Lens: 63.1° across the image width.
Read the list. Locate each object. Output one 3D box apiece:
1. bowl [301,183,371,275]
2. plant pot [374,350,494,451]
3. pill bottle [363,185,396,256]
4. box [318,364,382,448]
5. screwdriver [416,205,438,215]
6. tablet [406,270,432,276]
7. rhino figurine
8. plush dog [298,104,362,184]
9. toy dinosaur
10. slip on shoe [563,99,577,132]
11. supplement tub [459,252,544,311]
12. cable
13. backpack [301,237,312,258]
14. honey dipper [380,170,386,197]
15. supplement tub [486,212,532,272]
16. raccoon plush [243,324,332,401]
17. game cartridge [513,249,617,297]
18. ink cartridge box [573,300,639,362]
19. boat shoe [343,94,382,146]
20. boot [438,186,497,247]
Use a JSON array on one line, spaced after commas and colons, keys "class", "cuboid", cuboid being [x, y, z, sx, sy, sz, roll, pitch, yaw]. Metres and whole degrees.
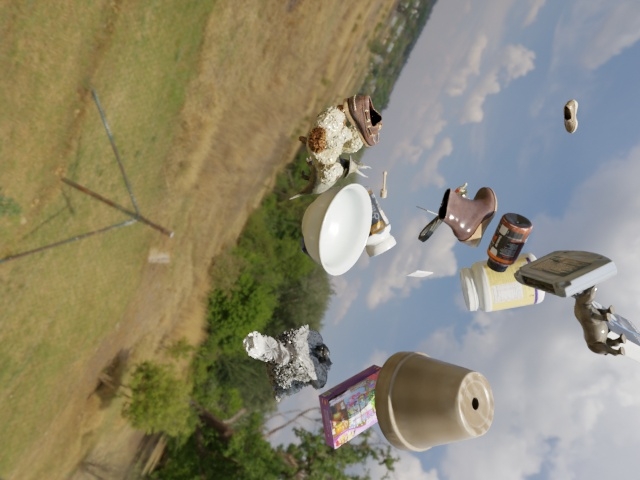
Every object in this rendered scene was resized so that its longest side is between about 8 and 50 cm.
[{"class": "bowl", "cuboid": [0.033, -0.048, 1.675, 0.298, 0.134, 0.298, -31, 130, -47]}, {"class": "plant pot", "cuboid": [0.380, 0.517, 1.662, 0.280, 0.323, 0.323, -14, -138, 48]}, {"class": "pill bottle", "cuboid": [0.202, -0.080, 2.235, 0.162, 0.278, 0.162, -29, -177, 2]}, {"class": "box", "cuboid": [0.132, 0.620, 1.962, 0.057, 0.293, 0.201, 8, -69, 50]}, {"class": "screwdriver", "cuboid": [0.458, -0.104, 2.058, 0.025, 0.170, 0.024, 168, -56, -85]}, {"class": "tablet", "cuboid": [0.339, 0.116, 1.785, 0.054, 0.083, 0.006, -29, -119, 47]}, {"class": "rhino figurine", "cuboid": [0.822, 0.231, 1.565, 0.073, 0.243, 0.106, -11, 170, -40]}, {"class": "plush dog", "cuboid": [0.026, -0.357, 1.752, 0.262, 0.210, 0.225, -54, 170, -22]}, {"class": "toy dinosaur", "cuboid": [0.013, -0.248, 1.933, 0.313, 0.160, 0.121, -33, 143, -6]}, {"class": "slip on shoe", "cuboid": [0.919, -0.452, 1.923, 0.041, 0.051, 0.135, -34, 137, -16]}, {"class": "supplement tub", "cuboid": [0.833, 0.199, 2.409, 0.241, 0.331, 0.241, -11, 90, -82]}, {"class": "cable", "cuboid": [0.466, -0.112, 1.989, 0.287, 0.072, 0.139, -40, -154, 38]}, {"class": "backpack", "cuboid": [0.000, 0.000, 1.893, 0.120, 0.098, 0.101, -28, -132, 29]}, {"class": "honey dipper", "cuboid": [0.297, -0.261, 2.423, 0.160, 0.030, 0.030, 87, 22, -53]}, {"class": "supplement tub", "cuboid": [0.629, 0.012, 1.759, 0.106, 0.106, 0.198, -68, 172, -56]}, {"class": "raccoon plush", "cuboid": [-0.178, 0.426, 1.870, 0.299, 0.446, 0.216, -31, -139, 30]}, {"class": "game cartridge", "cuboid": [0.757, 0.095, 1.613, 0.198, 0.062, 0.297, -20, -173, -4]}, {"class": "ink cartridge box", "cuboid": [1.023, 0.319, 1.775, 0.065, 0.333, 0.165, -50, -151, 26]}, {"class": "boat shoe", "cuboid": [0.126, -0.309, 1.361, 0.207, 0.073, 0.073, 36, 48, -63]}, {"class": "boot", "cuboid": [0.494, -0.119, 1.742, 0.090, 0.207, 0.248, -6, -126, 49]}]
